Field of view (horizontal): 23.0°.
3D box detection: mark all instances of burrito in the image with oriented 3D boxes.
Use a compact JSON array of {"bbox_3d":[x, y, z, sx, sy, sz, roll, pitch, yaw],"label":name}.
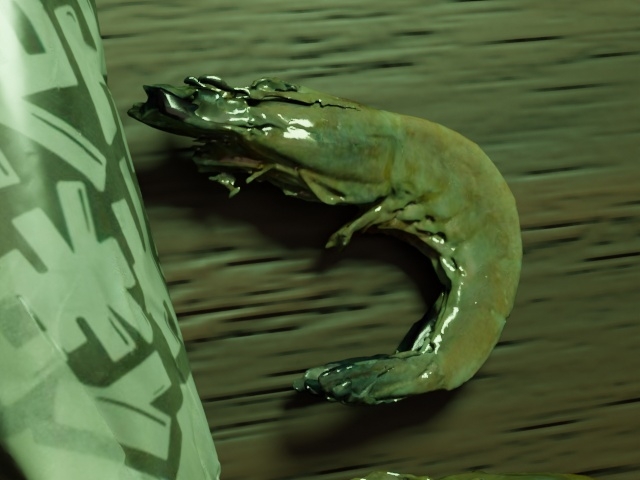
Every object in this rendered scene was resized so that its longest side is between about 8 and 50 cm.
[{"bbox_3d":[-0.141,-0.062,0.686,0.101,0.139,0.445,-16,87,22],"label":"burrito"}]

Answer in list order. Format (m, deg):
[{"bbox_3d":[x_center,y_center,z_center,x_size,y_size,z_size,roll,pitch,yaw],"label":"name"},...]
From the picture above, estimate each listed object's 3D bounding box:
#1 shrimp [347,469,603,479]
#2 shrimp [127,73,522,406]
[{"bbox_3d":[0.077,0.141,0.731,0.262,0.117,0.066,4,106,-16],"label":"shrimp"},{"bbox_3d":[0.000,0.000,0.755,0.219,0.046,0.152,19,75,-23],"label":"shrimp"}]
